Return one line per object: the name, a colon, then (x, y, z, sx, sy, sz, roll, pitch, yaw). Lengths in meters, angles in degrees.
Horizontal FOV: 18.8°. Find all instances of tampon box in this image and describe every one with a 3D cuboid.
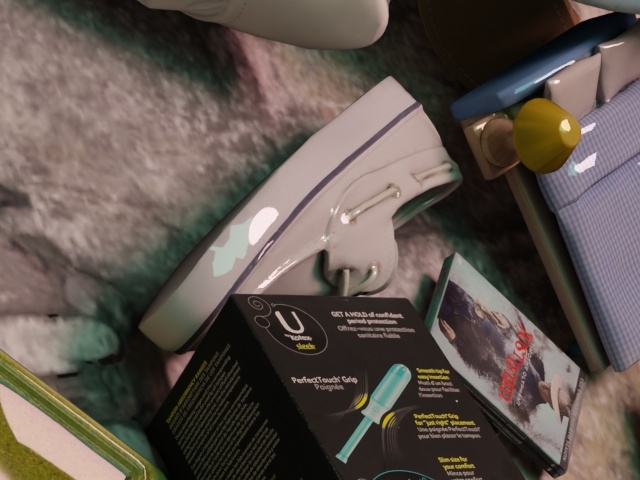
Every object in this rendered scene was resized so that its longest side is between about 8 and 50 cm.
tampon box: (0.013, 0.117, 0.944, 0.120, 0.101, 0.161, 4, 41, -40)

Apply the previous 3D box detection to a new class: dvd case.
dvd case: (0.108, 0.073, 1.136, 0.119, 0.013, 0.087, 44, 38, -18)

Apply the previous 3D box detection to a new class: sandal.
sandal: (0.142, -0.126, 1.290, 0.240, 0.088, 0.079, 37, 12, -25)

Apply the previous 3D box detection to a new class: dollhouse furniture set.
dollhouse furniture set: (0.274, -0.017, 1.182, 0.303, 0.198, 0.286, -31, 103, -36)

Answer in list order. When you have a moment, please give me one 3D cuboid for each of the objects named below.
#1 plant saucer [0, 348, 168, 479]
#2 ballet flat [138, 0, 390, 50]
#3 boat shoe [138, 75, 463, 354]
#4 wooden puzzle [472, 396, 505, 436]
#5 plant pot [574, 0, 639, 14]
plant saucer: (-0.160, 0.120, 0.865, 0.188, 0.045, 0.188, 39, 44, -13)
ballet flat: (-0.138, -0.227, 1.080, 0.400, 0.139, 0.139, 46, 42, 0)
boat shoe: (0.000, 0.000, 1.055, 0.088, 0.096, 0.267, 46, 34, 0)
wooden puzzle: (0.074, 0.090, 1.110, 0.078, 0.014, 0.116, 45, 43, -6)
plant pot: (0.191, -0.346, 1.230, 0.341, 0.341, 0.334, 37, 13, -16)
